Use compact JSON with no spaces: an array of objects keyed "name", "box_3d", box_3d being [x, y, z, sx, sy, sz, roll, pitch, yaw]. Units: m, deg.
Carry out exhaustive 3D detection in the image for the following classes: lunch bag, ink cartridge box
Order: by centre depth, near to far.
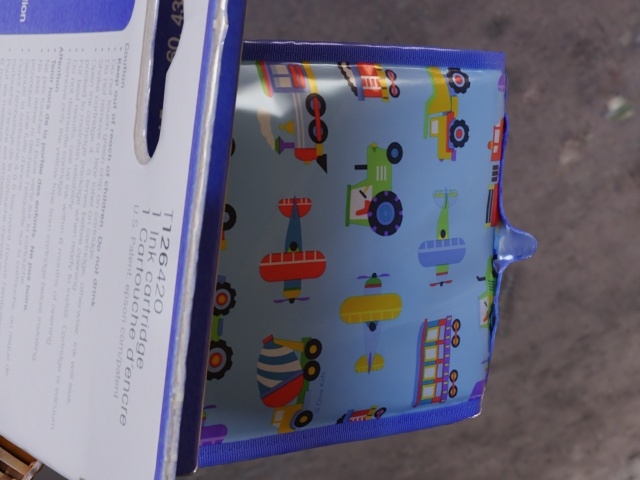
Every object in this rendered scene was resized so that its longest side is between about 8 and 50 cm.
[{"name":"ink cartridge box","box_3d":[-0.084,-0.074,0.540,0.072,0.304,0.307,5,-176,-35]},{"name":"lunch bag","box_3d":[0.000,0.000,0.806,0.293,0.221,0.138,-1,-174,-27]}]

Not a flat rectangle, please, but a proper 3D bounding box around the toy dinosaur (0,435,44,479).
[{"name":"toy dinosaur","box_3d":[-0.214,0.182,0.797,0.322,0.164,0.218,-26,159,-44]}]
